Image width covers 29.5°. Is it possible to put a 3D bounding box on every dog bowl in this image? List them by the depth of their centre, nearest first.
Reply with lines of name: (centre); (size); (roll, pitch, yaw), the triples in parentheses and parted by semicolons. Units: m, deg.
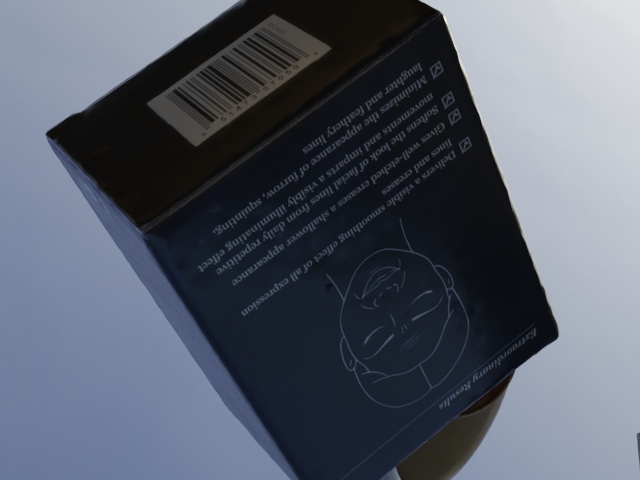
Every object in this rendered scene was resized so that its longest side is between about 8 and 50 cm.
dog bowl: (0.149, 0.196, 1.678); (0.102, 0.349, 0.348); (24, -149, 34)

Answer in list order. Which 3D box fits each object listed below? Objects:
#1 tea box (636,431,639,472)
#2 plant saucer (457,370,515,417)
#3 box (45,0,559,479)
tea box: (0.571, 0.287, 1.274); (0.329, 0.323, 0.220); (12, -117, -23)
plant saucer: (0.149, 0.116, 1.475); (0.198, 0.036, 0.199); (4, -102, -22)
box: (0.000, 0.000, 1.092); (0.293, 0.395, 0.212); (-37, -140, -12)
